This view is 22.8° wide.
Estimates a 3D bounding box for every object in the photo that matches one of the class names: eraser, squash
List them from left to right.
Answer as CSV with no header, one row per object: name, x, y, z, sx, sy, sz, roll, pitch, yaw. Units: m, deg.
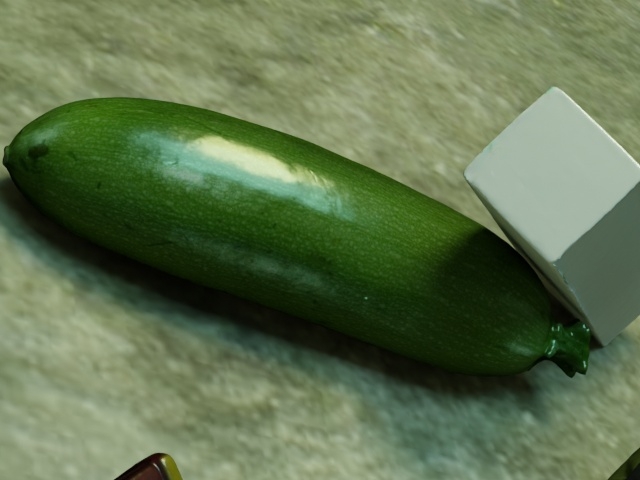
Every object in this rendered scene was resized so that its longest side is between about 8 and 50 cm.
squash,0.000,0.000,0.980,0.395,0.107,0.107,22,35,-18
eraser,0.169,-0.005,1.024,0.078,0.076,0.298,47,3,20

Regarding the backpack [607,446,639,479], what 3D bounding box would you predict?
backpack,0.297,0.191,0.914,0.207,0.140,0.253,-36,65,-11

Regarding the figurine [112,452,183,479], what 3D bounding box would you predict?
figurine,-0.110,0.174,0.707,0.098,0.082,0.154,57,35,-1
